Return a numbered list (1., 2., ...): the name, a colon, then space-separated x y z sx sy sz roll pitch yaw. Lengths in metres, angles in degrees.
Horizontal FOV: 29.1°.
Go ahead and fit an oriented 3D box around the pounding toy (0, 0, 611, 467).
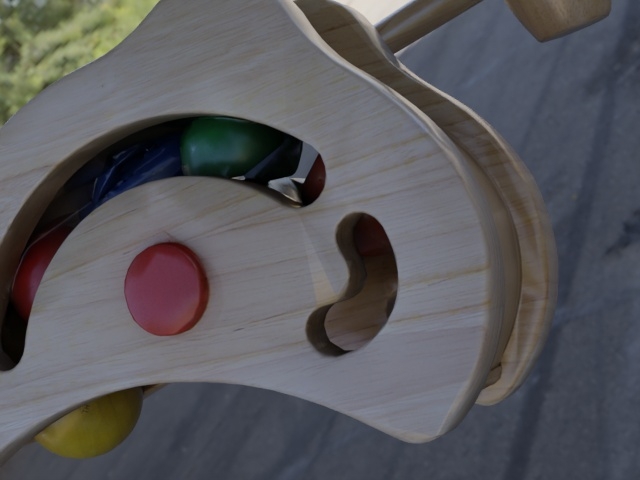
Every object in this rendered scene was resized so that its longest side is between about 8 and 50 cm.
1. pounding toy: 0.000 0.000 0.430 0.269 0.154 0.155 -31 -10 23
